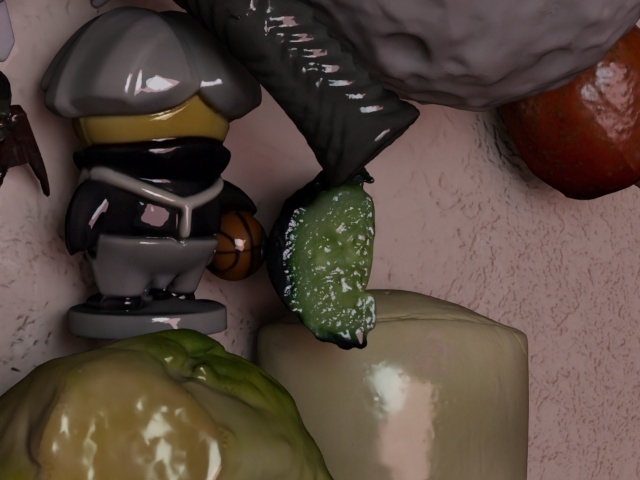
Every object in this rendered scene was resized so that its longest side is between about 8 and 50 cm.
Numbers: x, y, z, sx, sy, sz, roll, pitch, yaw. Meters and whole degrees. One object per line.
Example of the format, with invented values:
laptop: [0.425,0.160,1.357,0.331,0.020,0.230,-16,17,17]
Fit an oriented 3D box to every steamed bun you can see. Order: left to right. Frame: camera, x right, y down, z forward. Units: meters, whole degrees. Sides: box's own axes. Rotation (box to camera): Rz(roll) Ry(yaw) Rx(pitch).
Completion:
steamed bun: [0.073,0.141,1.011,0.250,0.154,0.200,4,89,-36]

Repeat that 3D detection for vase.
vase: [-0.039,-0.147,0.827,0.115,0.115,0.237,-39,88,-27]

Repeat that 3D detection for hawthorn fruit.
hawthorn fruit: [0.258,-0.107,1.124,0.157,0.157,0.194,-43,103,-25]

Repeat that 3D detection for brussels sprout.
brussels sprout: [-0.120,0.189,0.833,0.259,0.294,0.227,-28,68,-13]

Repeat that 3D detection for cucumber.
cucumber: [0.000,0.000,0.946,0.085,0.193,0.115,2,105,1]

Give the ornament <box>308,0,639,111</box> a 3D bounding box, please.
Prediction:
ornament: [0.121,-0.261,0.922,0.337,0.337,0.337,0,90,-33]

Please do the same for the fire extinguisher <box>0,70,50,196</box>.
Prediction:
fire extinguisher: [-0.330,-0.046,0.786,0.341,0.105,0.141,-11,135,-35]

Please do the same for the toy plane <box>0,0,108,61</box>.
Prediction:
toy plane: [-0.221,-0.251,0.838,0.266,0.122,0.267,-16,111,-47]

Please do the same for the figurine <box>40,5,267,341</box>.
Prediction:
figurine: [-0.115,-0.051,0.903,0.176,0.133,0.237,-5,96,-43]
